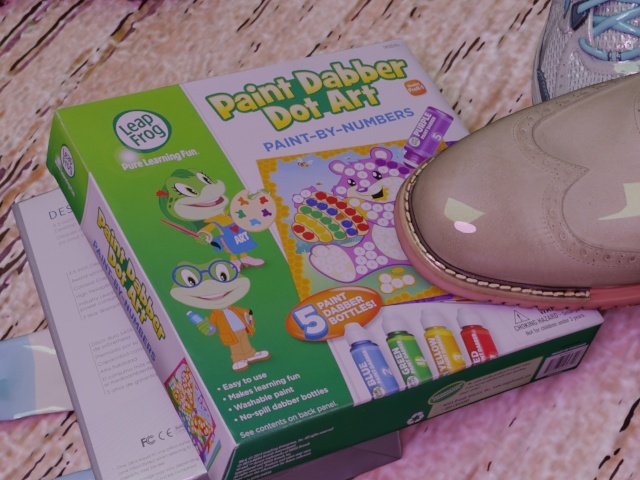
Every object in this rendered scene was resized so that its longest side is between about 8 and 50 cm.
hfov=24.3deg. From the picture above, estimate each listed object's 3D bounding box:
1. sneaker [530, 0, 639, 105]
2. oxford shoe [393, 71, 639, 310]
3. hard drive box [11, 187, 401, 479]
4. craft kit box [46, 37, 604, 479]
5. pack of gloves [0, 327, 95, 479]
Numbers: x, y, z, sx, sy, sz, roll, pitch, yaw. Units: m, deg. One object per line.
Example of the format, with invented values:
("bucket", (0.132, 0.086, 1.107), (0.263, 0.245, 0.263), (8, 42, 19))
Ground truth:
("sneaker", (0.196, -0.182, 0.996), (0.110, 0.122, 0.283), (2, 62, 16))
("oxford shoe", (0.235, -0.067, 0.851), (0.397, 0.146, 0.140), (-15, 65, -12))
("hard drive box", (-0.074, 0.056, 0.943), (0.181, 0.089, 0.232), (-20, 58, -5))
("craft kit box", (0.000, 0.000, 0.883), (0.250, 0.061, 0.246), (-16, 55, -28))
("pack of gloves", (-0.207, 0.142, 0.971), (0.232, 0.046, 0.195), (-18, 58, 5))
